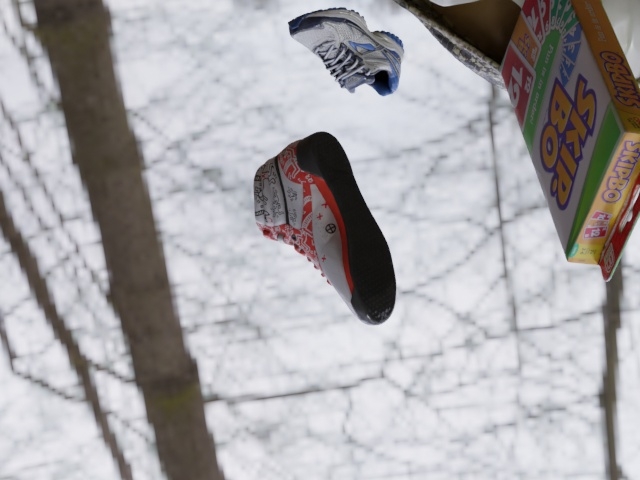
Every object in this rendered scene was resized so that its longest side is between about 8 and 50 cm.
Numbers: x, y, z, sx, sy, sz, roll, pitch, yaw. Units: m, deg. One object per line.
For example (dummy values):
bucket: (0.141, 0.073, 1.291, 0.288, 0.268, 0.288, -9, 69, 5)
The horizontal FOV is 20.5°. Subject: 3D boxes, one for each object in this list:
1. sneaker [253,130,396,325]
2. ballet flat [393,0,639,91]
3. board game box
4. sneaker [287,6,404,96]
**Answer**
sneaker: (0.001, -0.001, 2.374, 0.145, 0.270, 0.090, -24, 175, 44)
ballet flat: (0.138, -0.222, 1.526, 0.483, 0.164, 0.182, 30, -159, 1)
board game box: (0.191, -0.098, 1.318, 0.039, 0.124, 0.259, 3, -139, -17)
sneaker: (0.026, -0.161, 1.534, 0.052, 0.058, 0.135, -20, 155, 41)
